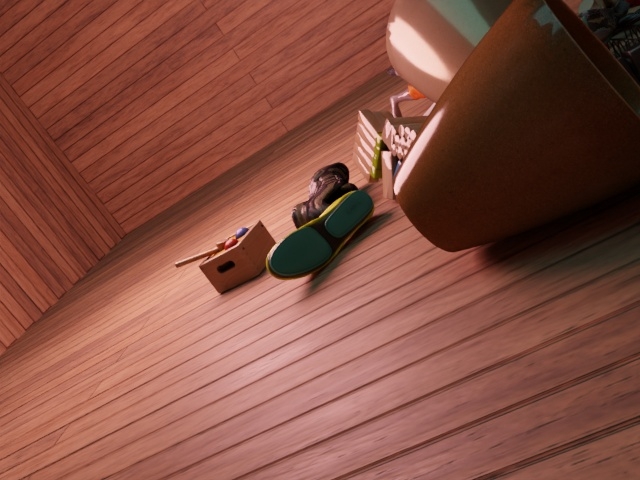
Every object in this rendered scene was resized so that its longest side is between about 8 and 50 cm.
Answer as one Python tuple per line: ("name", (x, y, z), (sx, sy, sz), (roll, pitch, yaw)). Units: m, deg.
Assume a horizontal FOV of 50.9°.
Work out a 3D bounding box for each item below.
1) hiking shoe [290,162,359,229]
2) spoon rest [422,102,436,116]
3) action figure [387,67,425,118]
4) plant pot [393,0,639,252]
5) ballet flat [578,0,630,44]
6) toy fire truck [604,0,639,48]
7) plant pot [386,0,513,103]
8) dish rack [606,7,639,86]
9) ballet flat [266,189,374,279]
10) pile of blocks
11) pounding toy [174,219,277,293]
("hiking shoe", (0.033, -0.083, 1.296), (0.114, 0.086, 0.227), (-10, 31, 28))
("spoon rest", (0.245, -0.246, 1.309), (0.276, 0.084, 0.137), (-37, 15, -11))
("action figure", (0.270, -0.418, 1.541), (0.341, 0.178, 0.330), (-24, -13, -39))
("plant pot", (0.208, -0.104, 0.735), (0.254, 0.237, 0.237), (-40, 10, 30))
("ballet flat", (0.420, -0.344, 1.010), (0.070, 0.070, 0.188), (-23, 16, 37))
("toy fire truck", (0.557, -0.410, 1.219), (0.192, 0.047, 0.135), (-27, 17, 24))
("plant pot", (0.272, -0.295, 1.090), (0.256, 0.256, 0.274), (-32, 43, 9))
("dish rack", (0.465, -0.286, 0.996), (0.208, 0.074, 0.271), (-30, 14, 12))
("ballet flat", (0.000, 0.000, 1.118), (0.231, 0.077, 0.077), (-39, -6, -26))
("pile of blocks", (0.174, -0.142, 1.128), (0.113, 0.148, 0.362), (-7, 14, -19))
("pounding toy", (-0.183, 0.031, 1.325), (0.141, 0.100, 0.130), (-26, 17, 29))
